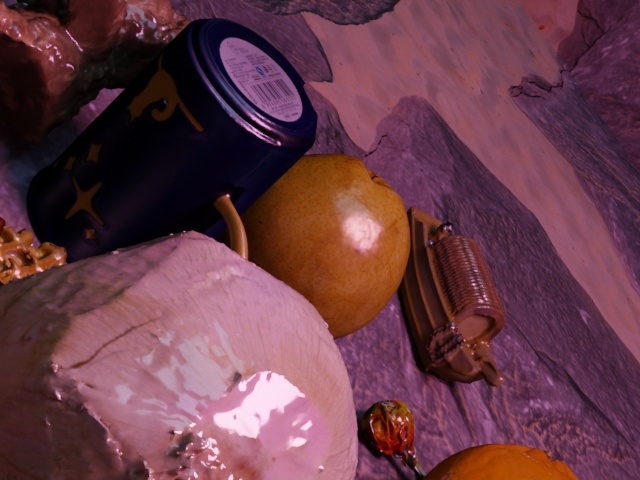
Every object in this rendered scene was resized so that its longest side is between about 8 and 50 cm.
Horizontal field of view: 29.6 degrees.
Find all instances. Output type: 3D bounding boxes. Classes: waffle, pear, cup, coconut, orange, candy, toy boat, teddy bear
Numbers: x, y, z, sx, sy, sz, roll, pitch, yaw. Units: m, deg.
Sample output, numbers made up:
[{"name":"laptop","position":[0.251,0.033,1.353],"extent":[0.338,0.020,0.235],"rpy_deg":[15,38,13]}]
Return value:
[{"name":"waffle","position":[-0.274,0.052,1.049],"extent":[0.192,0.046,0.161],"rpy_deg":[19,39,-40]},{"name":"pear","position":[0.000,0.000,1.341],"extent":[0.209,0.209,0.209],"rpy_deg":[35,31,-25]},{"name":"cup","position":[-0.116,-0.047,1.174],"extent":[0.255,0.256,0.178],"rpy_deg":[55,29,9]},{"name":"coconut","position":[-0.115,0.141,0.865],"extent":[0.297,0.254,0.297],"rpy_deg":[13,71,-44]},{"name":"orange","position":[0.193,0.310,1.237],"extent":[0.219,0.193,0.219],"rpy_deg":[19,13,-4]},{"name":"candy","position":[0.114,0.265,1.348],"extent":[0.201,0.060,0.060],"rpy_deg":[57,28,-1]},{"name":"toy boat","position":[0.173,0.068,1.589],"extent":[0.089,0.115,0.310],"rpy_deg":[30,33,-32]},{"name":"teddy bear","position":[-0.285,-0.235,1.202],"extent":[0.296,0.246,0.223],"rpy_deg":[44,54,-30]}]

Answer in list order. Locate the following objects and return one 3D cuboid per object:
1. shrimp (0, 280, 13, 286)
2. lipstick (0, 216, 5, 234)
[{"name":"shrimp","position":[-0.207,0.095,1.021],"extent":[0.287,0.063,0.152],"rpy_deg":[55,35,-24]},{"name":"lipstick","position":[-0.389,-0.084,0.988],"extent":[0.299,0.081,0.081],"rpy_deg":[36,30,-7]}]
